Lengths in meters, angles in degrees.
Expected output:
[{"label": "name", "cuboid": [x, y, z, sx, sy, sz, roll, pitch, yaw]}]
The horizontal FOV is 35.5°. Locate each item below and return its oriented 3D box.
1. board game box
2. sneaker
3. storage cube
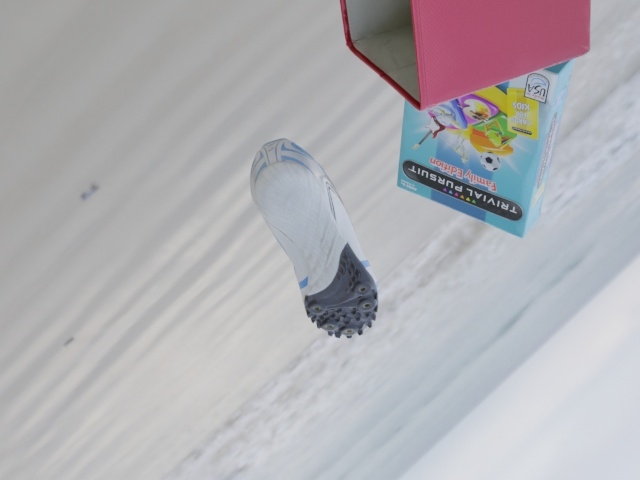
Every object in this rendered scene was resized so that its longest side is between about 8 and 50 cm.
[{"label": "board game box", "cuboid": [0.265, -0.192, 1.671, 0.079, 0.253, 0.336, -45, 149, -39]}, {"label": "sneaker", "cuboid": [0.000, 0.000, 1.007, 0.085, 0.237, 0.086, -16, -147, 13]}, {"label": "storage cube", "cuboid": [0.135, -0.268, 0.979, 0.193, 0.184, 0.215, -20, 127, -13]}]
